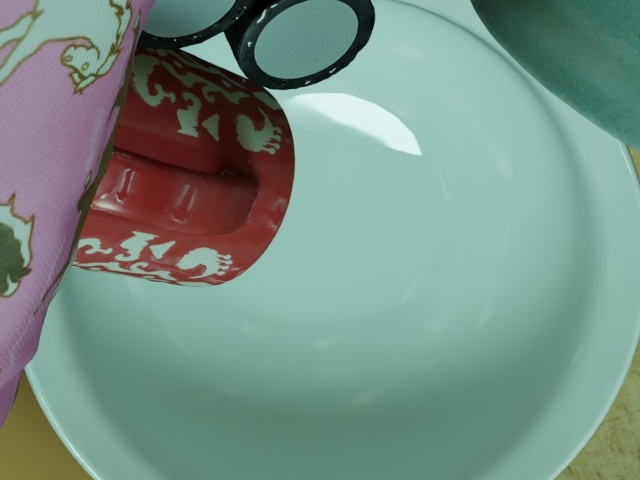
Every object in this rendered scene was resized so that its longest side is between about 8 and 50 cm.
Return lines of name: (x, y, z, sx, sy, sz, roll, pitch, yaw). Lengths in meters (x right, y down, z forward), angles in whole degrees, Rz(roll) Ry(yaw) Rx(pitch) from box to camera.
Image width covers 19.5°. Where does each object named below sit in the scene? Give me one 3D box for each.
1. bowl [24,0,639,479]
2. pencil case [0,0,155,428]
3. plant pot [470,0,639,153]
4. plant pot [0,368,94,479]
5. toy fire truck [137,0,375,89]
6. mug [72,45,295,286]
bowl: (0.000, 0.000, 0.906, 0.298, 0.134, 0.298, -2, 107, -5)
pencil case: (-0.114, -0.113, 0.501, 0.167, 0.160, 0.386, 17, 113, -3)
plant pot: (0.224, -0.140, 0.703, 0.293, 0.293, 0.196, 3, 121, -31)
plant pot: (-0.199, 0.122, 0.980, 0.291, 0.291, 0.203, -23, 136, 17)
toy fire truck: (-0.008, -0.177, 0.637, 0.217, 0.158, 0.246, 15, 129, -43)
mug: (-0.092, -0.027, 0.717, 0.169, 0.150, 0.113, 16, 124, -47)
